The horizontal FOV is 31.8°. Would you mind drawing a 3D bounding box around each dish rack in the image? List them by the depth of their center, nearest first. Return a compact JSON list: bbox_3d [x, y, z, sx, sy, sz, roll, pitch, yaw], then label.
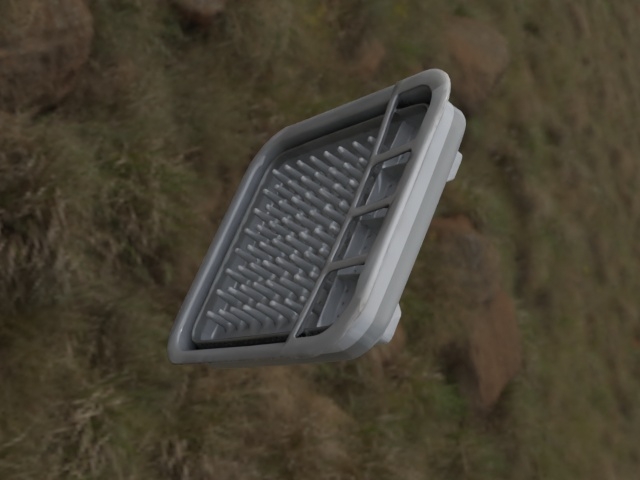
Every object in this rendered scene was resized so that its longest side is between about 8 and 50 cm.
[{"bbox_3d":[0.000,0.000,1.049,0.072,0.333,0.285,34,66,-26],"label":"dish rack"}]
